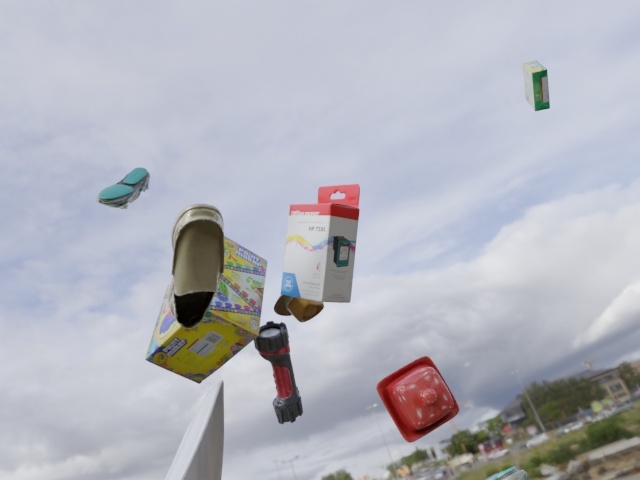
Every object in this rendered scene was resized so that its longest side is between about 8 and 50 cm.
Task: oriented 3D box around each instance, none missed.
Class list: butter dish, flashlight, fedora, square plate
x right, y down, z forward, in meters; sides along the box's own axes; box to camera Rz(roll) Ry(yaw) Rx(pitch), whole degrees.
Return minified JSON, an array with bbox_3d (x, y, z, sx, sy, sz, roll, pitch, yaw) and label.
[{"bbox_3d":[0.237,0.362,1.267,0.160,0.160,0.118,-26,-13,-15],"label":"butter dish"},{"bbox_3d":[-0.119,0.384,1.574,0.103,0.103,0.303,-10,-70,-5],"label":"flashlight"},{"bbox_3d":[-0.046,0.188,1.643,0.194,0.079,0.194,-27,-30,-17],"label":"fedora"},{"bbox_3d":[-0.242,0.494,1.009,0.049,0.344,0.346,7,-67,3],"label":"square plate"}]

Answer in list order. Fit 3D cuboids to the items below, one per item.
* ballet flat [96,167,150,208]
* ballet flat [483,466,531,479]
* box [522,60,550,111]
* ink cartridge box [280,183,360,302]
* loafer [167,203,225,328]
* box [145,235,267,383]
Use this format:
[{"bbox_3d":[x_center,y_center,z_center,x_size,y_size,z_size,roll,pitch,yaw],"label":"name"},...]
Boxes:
[{"bbox_3d":[-0.456,-0.109,1.289,0.070,0.070,0.188,-37,12,31],"label":"ballet flat"},{"bbox_3d":[0.288,0.399,0.855,0.072,0.068,0.213,-27,-27,-5],"label":"ballet flat"},{"bbox_3d":[0.574,-0.417,1.471,0.043,0.179,0.105,-9,-66,13],"label":"box"},{"bbox_3d":[0.000,0.000,1.072,0.078,0.230,0.134,8,-4,-40],"label":"ink cartridge box"},{"bbox_3d":[-0.225,0.056,1.017,0.102,0.092,0.268,-3,-53,-24],"label":"loafer"},{"bbox_3d":[-0.310,0.190,1.529,0.177,0.279,0.290,32,-56,-24],"label":"box"}]
